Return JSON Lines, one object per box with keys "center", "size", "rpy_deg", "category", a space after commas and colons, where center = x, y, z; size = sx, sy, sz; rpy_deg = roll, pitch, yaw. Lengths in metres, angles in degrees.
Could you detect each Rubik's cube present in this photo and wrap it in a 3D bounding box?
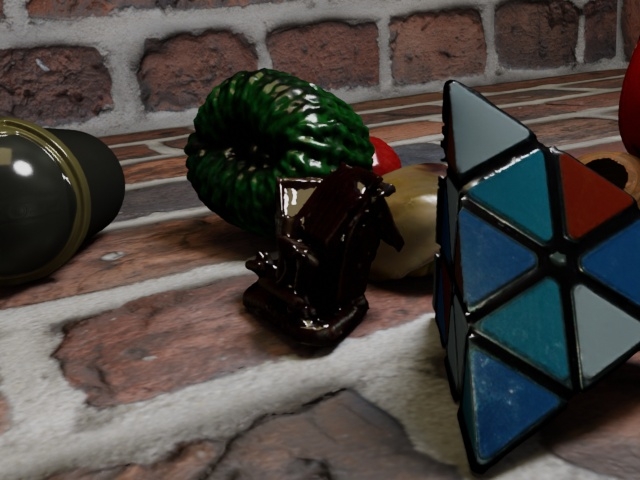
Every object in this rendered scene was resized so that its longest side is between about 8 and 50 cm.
{"center": [0.178, 0.041, 0.655], "size": [0.250, 0.284, 0.234], "rpy_deg": [-2, -15, -16], "category": "Rubik's cube"}

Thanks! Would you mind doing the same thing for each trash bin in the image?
{"center": [-0.397, -0.058, 1.008], "size": [0.214, 0.214, 0.334], "rpy_deg": [-3, 8, 5], "category": "trash bin"}

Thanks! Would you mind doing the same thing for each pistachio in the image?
{"center": [0.101, -0.019, 0.892], "size": [0.165, 0.130, 0.210], "rpy_deg": [-53, 34, -13], "category": "pistachio"}

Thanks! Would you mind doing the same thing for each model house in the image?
{"center": [-0.011, 0.000, 0.776], "size": [0.141, 0.164, 0.203], "rpy_deg": [-9, 14, -32], "category": "model house"}

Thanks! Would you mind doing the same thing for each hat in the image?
{"center": [-0.012, -0.103, 1.114], "size": [0.332, 0.242, 0.274], "rpy_deg": [11, 23, -48], "category": "hat"}

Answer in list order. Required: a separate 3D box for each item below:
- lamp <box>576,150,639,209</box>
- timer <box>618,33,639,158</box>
{"center": [0.327, -0.036, 0.854], "size": [0.136, 0.136, 0.136], "rpy_deg": [-4, 16, 1], "category": "lamp"}
{"center": [0.539, -0.162, 0.827], "size": [0.378, 0.279, 0.378], "rpy_deg": [23, -6, 2], "category": "timer"}
